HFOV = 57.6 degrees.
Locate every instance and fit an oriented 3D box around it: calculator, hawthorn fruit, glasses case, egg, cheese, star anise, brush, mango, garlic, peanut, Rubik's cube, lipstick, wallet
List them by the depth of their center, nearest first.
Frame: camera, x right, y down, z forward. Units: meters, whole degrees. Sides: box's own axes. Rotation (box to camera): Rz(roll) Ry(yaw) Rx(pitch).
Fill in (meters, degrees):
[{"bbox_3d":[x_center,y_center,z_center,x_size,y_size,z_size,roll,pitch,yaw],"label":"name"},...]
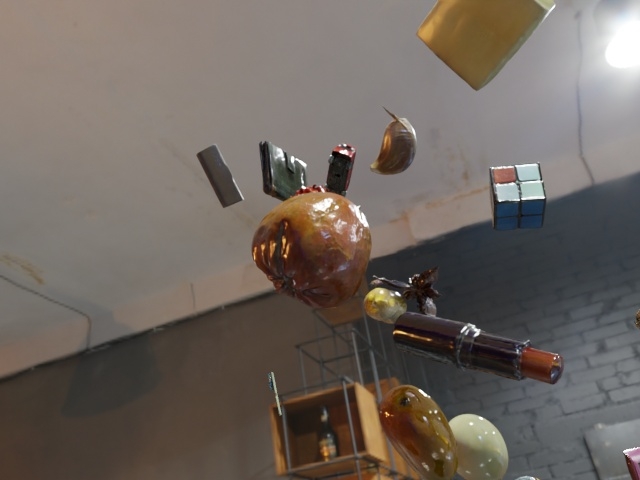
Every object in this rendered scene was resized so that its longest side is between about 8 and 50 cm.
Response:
[{"bbox_3d":[0.259,0.184,0.990,0.300,0.081,0.081,10,-13,42],"label":"lipstick"},{"bbox_3d":[-0.088,0.297,1.124,0.013,0.083,0.016,-13,-16,-7],"label":"brush"},{"bbox_3d":[0.743,0.547,1.270,0.127,0.190,0.034,3,-36,-26],"label":"calculator"},{"bbox_3d":[0.000,0.000,1.354,0.298,0.277,0.277,-46,-18,-27],"label":"hawthorn fruit"},{"bbox_3d":[0.240,0.462,1.377,0.139,0.254,0.175,-34,-4,-12],"label":"mango"},{"bbox_3d":[0.169,0.169,1.497,0.087,0.087,0.207,-20,-15,17],"label":"peanut"},{"bbox_3d":[0.420,-0.572,1.512,0.124,0.242,0.265,-37,-11,-50],"label":"cheese"},{"bbox_3d":[0.234,0.133,1.529,0.144,0.140,0.158,-6,-71,-29],"label":"star anise"},{"bbox_3d":[0.220,-0.288,1.714,0.129,0.090,0.198,4,-65,-18],"label":"garlic"},{"bbox_3d":[-0.309,-0.196,1.787,0.072,0.190,0.042,-27,5,-4],"label":"glasses case"},{"bbox_3d":[0.489,0.659,1.831,0.186,0.186,0.241,-33,-81,34],"label":"egg"},{"bbox_3d":[-0.108,-0.201,1.876,0.044,0.169,0.317,-6,-9,20],"label":"wallet"},{"bbox_3d":[0.709,-0.156,2.109,0.183,0.180,0.167,-2,-37,14],"label":"Rubik's cube"}]

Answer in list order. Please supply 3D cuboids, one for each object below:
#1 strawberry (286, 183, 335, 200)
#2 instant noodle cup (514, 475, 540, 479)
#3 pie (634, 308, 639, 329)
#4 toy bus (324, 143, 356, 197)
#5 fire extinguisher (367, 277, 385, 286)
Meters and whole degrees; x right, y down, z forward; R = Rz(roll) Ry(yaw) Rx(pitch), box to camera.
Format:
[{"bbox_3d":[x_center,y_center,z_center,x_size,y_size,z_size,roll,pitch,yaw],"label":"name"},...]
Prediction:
[{"bbox_3d":[-0.029,-0.032,1.761,0.234,0.178,0.233,8,-63,16],"label":"strawberry"},{"bbox_3d":[0.626,0.777,1.709,0.125,0.177,0.208,43,-11,-13],"label":"instant noodle cup"},{"bbox_3d":[1.133,0.211,1.844,0.274,0.055,0.274,-8,-40,-7],"label":"pie"},{"bbox_3d":[0.072,-0.240,2.062,0.081,0.089,0.195,22,-49,14],"label":"toy bus"},{"bbox_3d":[0.203,0.153,2.102,0.028,0.022,0.083,-21,-4,43],"label":"fire extinguisher"}]
